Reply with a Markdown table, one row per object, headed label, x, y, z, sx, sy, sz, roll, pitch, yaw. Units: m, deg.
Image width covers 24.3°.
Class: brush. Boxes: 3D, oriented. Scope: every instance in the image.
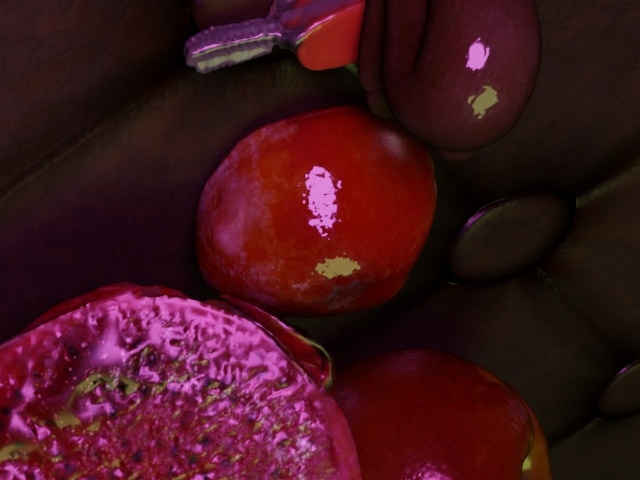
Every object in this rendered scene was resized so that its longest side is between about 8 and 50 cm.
| label | x | y | z | sx | sy | sz | roll | pitch | yaw |
| --- | --- | --- | --- | --- | --- | --- | --- | --- | --- |
| brush | 0.047 | -0.181 | 1.171 | 0.323 | 0.051 | 0.070 | -17 | 145 | -13 |

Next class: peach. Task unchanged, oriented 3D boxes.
| label | x | y | z | sx | sy | sz | roll | pitch | yaw |
| --- | --- | --- | --- | --- | --- | --- | --- | --- | --- |
| peach | 0.081 | 0.273 | 1.587 | 0.332 | 0.307 | 0.308 | -13 | 155 | 31 |

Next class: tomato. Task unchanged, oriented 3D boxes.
| label | x | y | z | sx | sy | sz | roll | pitch | yaw |
| --- | --- | --- | --- | --- | --- | --- | --- | --- | --- |
| tomato | 0.000 | 0.000 | 1.303 | 0.200 | 0.139 | 0.233 | 6 | 135 | -29 |

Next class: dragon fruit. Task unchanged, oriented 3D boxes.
| label | x | y | z | sx | sy | sz | roll | pitch | yaw |
| --- | --- | --- | --- | --- | --- | --- | --- | --- | --- |
| dragon fruit | -0.152 | 0.221 | 1.285 | 0.371 | 0.386 | 0.249 | -8 | -176 | -5 |

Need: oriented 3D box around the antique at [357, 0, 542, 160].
| label | x | y | z | sx | sy | sz | roll | pitch | yaw |
| --- | --- | --- | --- | --- | --- | --- | --- | --- | --- |
| antique | 0.117 | -0.187 | 1.083 | 0.121 | 0.143 | 0.257 | 14 | 107 | -27 |
